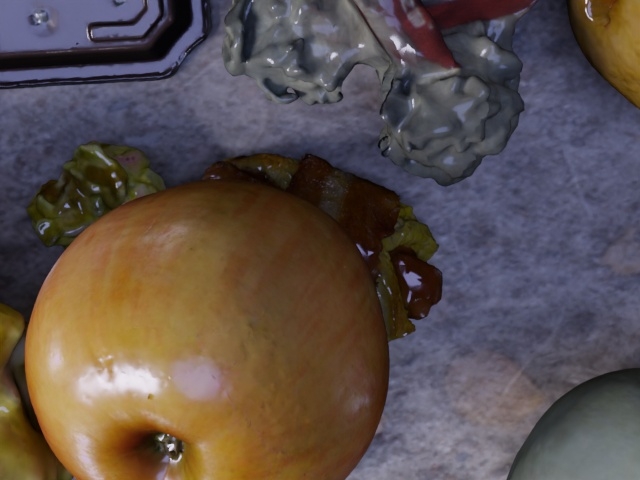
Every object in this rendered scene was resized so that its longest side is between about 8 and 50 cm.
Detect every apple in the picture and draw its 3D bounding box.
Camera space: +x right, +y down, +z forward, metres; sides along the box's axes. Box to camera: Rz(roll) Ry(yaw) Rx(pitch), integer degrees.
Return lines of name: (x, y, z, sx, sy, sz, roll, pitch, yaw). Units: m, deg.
apple: (-0.073, 0.086, 0.900, 0.242, 0.241, 0.242, 7, 115, 14)

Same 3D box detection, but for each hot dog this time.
hot dog: (0.000, 0.000, 1.054, 0.213, 0.103, 0.146, 24, 60, -15)

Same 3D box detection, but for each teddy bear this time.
teddy bear: (0.015, -0.267, 0.942, 0.367, 0.224, 0.357, 23, 103, -17)

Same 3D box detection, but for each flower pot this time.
flower pot: (-0.209, -0.202, 1.015, 0.250, 0.084, 0.179, -4, 102, -5)

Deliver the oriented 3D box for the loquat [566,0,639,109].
loquat: (0.289, -0.193, 1.011, 0.208, 0.208, 0.208, -1, 101, -5)

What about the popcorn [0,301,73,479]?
popcorn: (-0.338, 0.099, 0.948, 0.293, 0.292, 0.334, -34, 105, -41)

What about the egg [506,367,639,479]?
egg: (0.272, 0.273, 1.067, 0.258, 0.258, 0.352, -12, 100, -3)

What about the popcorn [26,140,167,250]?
popcorn: (-0.174, -0.030, 1.046, 0.089, 0.109, 0.097, 20, 62, -34)
